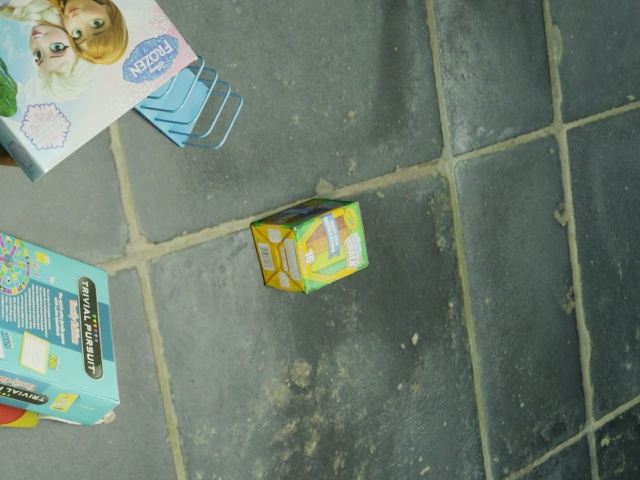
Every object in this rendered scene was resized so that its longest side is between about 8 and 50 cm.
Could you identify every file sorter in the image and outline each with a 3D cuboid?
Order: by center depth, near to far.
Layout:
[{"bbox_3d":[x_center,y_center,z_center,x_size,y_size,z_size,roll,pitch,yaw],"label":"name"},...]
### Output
[{"bbox_3d":[-0.227,-0.243,1.692,0.170,0.104,0.118,42,67,-50],"label":"file sorter"}]

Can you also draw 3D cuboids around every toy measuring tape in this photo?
[{"bbox_3d":[-0.441,0.227,1.565,0.330,0.121,0.121,14,85,-45],"label":"toy measuring tape"}]

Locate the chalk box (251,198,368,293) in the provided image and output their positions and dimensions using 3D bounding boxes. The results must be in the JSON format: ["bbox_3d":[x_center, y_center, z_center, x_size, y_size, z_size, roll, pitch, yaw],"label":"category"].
[{"bbox_3d":[0.000,0.000,1.911,0.213,0.132,0.132,-24,109,-37],"label":"chalk box"}]

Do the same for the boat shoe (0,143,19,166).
[{"bbox_3d":[-0.536,-0.195,1.465,0.342,0.123,0.123,6,60,-30],"label":"boat shoe"}]

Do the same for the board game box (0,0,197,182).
[{"bbox_3d":[-0.390,-0.303,1.462,0.319,0.066,0.318,-45,105,-30],"label":"board game box"}]

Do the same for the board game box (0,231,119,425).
[{"bbox_3d":[-0.461,0.110,1.469,0.336,0.079,0.254,26,36,-39],"label":"board game box"}]
